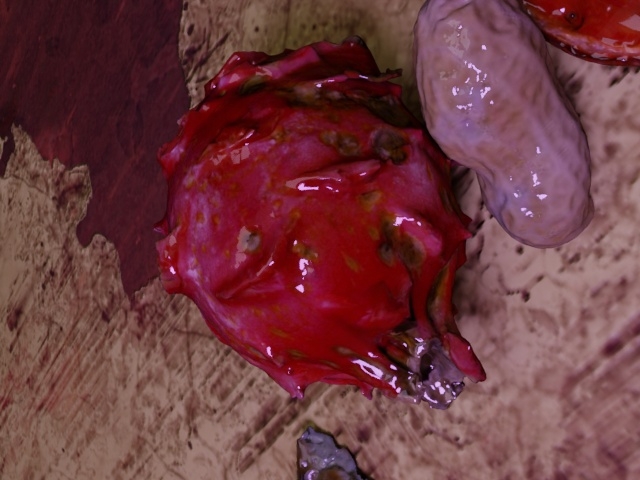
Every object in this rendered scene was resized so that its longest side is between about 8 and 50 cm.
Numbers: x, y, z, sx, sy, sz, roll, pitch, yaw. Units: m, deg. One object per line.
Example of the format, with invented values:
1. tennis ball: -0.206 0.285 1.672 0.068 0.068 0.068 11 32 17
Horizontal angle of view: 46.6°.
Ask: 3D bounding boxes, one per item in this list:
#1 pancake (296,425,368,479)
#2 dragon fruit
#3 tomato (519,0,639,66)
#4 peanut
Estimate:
1. pancake: 0.070 0.319 0.511 0.426 0.066 0.305 9 95 45
2. dragon fruit: 0.000 0.000 0.486 0.268 0.210 0.205 55 157 25
3. tomato: 0.175 -0.173 0.403 0.155 0.069 0.156 9 103 42
4. peanut: 0.105 -0.067 0.432 0.080 0.080 0.175 -12 120 43
